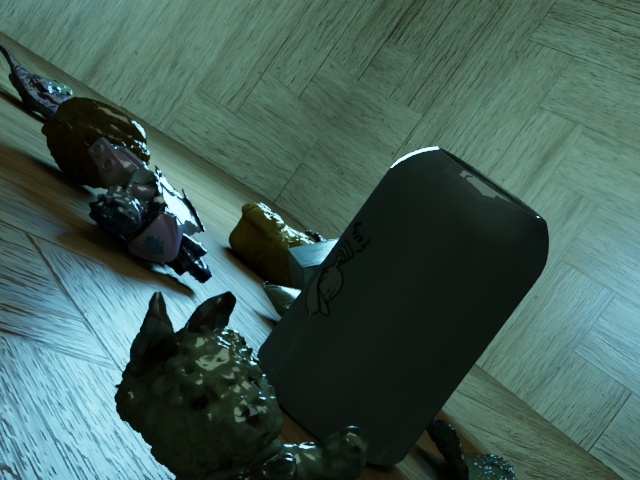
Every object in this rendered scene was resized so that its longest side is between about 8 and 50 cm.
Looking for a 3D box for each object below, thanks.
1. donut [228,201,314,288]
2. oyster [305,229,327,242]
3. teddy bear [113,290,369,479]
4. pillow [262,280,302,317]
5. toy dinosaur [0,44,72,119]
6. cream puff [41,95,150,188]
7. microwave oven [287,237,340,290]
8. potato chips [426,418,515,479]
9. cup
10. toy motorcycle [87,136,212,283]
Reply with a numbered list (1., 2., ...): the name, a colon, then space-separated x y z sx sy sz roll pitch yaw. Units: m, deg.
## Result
1. donut: -0.082 0.020 1.599 0.226 0.114 0.226 36 2 -2
2. oyster: -0.002 -0.002 1.572 0.083 0.019 0.054 35 4 -45
3. teddy bear: -0.035 0.135 0.413 0.133 0.111 0.213 -20 66 -39
4. pillow: 0.029 0.154 1.155 0.185 0.075 0.302 27 8 -30
5. toy dinosaur: -0.541 -0.280 1.586 0.294 0.077 0.162 35 4 -7
6. cream puff: -0.341 -0.139 1.185 0.165 0.115 0.150 26 -23 -22
7. microwave oven: 0.060 0.066 1.426 0.162 0.208 0.122 -136 -145 -72
8. potato chips: 0.200 0.297 1.004 0.228 0.059 0.167 39 6 -48
9. cup: 0.093 0.063 0.857 0.205 0.312 0.205 32 14 -9
10. toy motorcycle: -0.244 -0.050 1.021 0.239 0.108 0.204 36 4 20
